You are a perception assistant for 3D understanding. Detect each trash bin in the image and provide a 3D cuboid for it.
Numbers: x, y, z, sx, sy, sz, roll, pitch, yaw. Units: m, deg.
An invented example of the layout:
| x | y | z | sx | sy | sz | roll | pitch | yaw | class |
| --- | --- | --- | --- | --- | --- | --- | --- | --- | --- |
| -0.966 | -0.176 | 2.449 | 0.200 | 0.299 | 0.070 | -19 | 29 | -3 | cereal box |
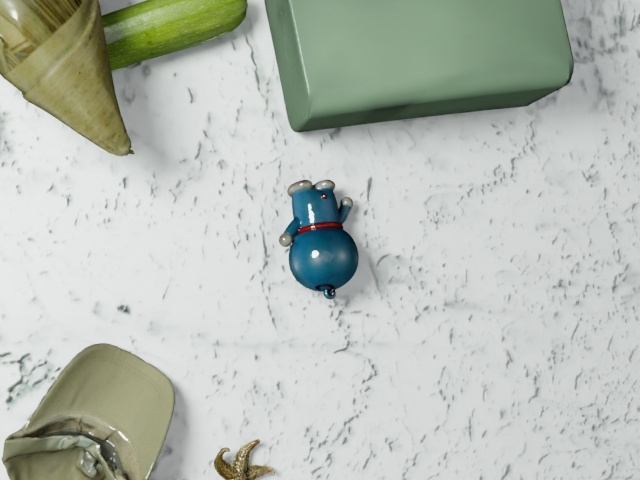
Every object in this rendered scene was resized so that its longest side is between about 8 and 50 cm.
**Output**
| x | y | z | sx | sy | sz | roll | pitch | yaw | class |
| --- | --- | --- | --- | --- | --- | --- | --- | --- | --- |
| 0.119 | -0.270 | 1.032 | 0.343 | 0.158 | 0.223 | -10 | 88 | -15 | trash bin |

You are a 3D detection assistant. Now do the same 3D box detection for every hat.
| x | y | z | sx | sy | sz | roll | pitch | yaw | class |
| --- | --- | --- | --- | --- | --- | --- | --- | --- | --- |
| -0.259 | 0.227 | 0.944 | 0.166 | 0.144 | 0.173 | 32 | 34 | -9 | hat |

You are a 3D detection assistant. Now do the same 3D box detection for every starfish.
| x | y | z | sx | sy | sz | roll | pitch | yaw | class |
| --- | --- | --- | --- | --- | --- | --- | --- | --- | --- |
| -0.096 | 0.284 | 0.993 | 0.078 | 0.028 | 0.091 | 25 | 77 | -18 | starfish |

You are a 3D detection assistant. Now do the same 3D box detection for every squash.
| x | y | z | sx | sy | sz | roll | pitch | yaw | class |
| --- | --- | --- | --- | --- | --- | --- | --- | --- | --- |
| -0.197 | -0.260 | 0.992 | 0.239 | 0.069 | 0.069 | -22 | 91 | -16 | squash |

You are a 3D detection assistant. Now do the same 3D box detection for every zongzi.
| x | y | z | sx | sy | sz | roll | pitch | yaw | class |
| --- | --- | --- | --- | --- | --- | --- | --- | --- | --- |
| -0.265 | -0.411 | 0.921 | 0.467 | 0.218 | 0.500 | 40 | 74 | -15 | zongzi |

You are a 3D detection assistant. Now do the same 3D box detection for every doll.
| x | y | z | sx | sy | sz | roll | pitch | yaw | class |
| --- | --- | --- | --- | --- | --- | --- | --- | --- | --- |
| 0.000 | 0.000 | 1.018 | 0.114 | 0.085 | 0.152 | -5 | 76 | -27 | doll |
